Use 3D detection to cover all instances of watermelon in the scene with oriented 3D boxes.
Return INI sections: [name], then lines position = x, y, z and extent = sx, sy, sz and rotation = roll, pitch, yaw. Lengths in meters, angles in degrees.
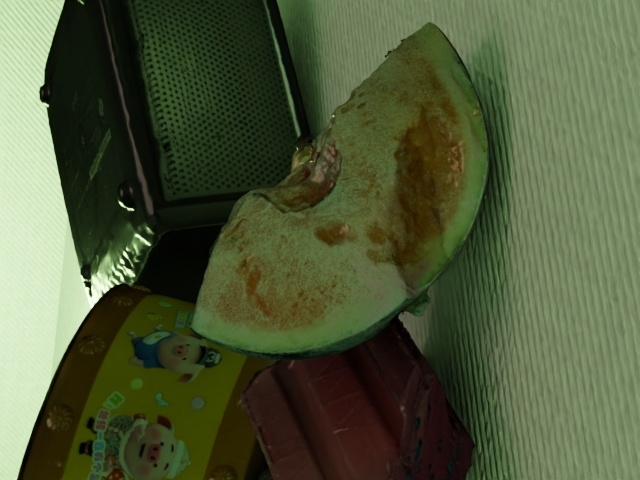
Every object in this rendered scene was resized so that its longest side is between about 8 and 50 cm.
[watermelon]
position = 0.045, -0.001, 1.311
extent = 0.175, 0.322, 0.188
rotation = 47, -179, 18

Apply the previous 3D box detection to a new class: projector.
[projector]
position = -0.190, -0.129, 1.886
extent = 0.395, 0.242, 0.405
rotation = 131, 128, -61

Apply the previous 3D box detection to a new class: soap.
[soap]
position = 0.034, 0.166, 1.283
extent = 0.099, 0.162, 0.250
rotation = 60, -179, -27

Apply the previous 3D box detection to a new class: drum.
[drum]
position = -0.165, 0.267, 1.609
extent = 0.431, 0.214, 0.431
rotation = 14, -90, -83

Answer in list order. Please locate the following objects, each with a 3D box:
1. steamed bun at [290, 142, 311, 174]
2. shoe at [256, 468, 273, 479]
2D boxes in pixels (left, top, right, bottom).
[steamed bun]
position = 0.000, 0.000, 1.554
extent = 0.177, 0.106, 0.192
rotation = 115, 151, -53
[shoe]
position = -0.007, 0.359, 1.370
extent = 0.351, 0.171, 0.198
rotation = -81, 6, -75
